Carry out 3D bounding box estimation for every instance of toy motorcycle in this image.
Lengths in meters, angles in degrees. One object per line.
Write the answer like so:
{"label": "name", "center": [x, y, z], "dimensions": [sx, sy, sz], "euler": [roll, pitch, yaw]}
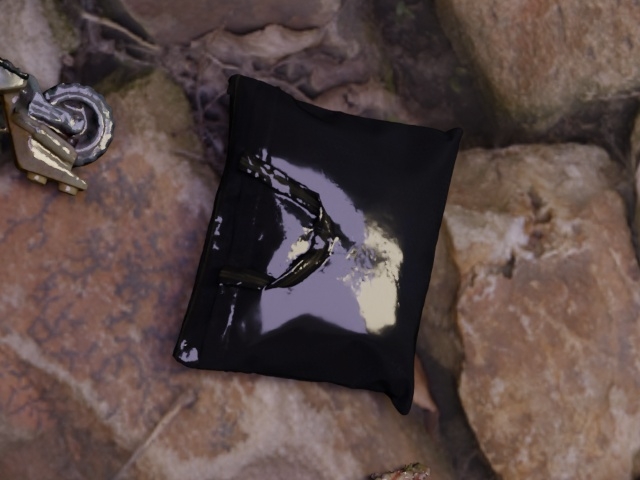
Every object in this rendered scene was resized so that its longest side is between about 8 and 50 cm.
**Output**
{"label": "toy motorcycle", "center": [-0.287, -0.094, 0.882], "dimensions": [0.229, 0.094, 0.130], "euler": [20, 80, -20]}

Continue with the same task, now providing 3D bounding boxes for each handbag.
{"label": "handbag", "center": [0.000, 0.000, 0.918], "dimensions": [0.211, 0.088, 0.254], "euler": [14, 80, -11]}

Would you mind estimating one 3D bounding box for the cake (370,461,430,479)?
{"label": "cake", "center": [0.022, 0.302, 0.866], "dimensions": [0.098, 0.135, 0.287], "euler": [35, 54, 2]}
